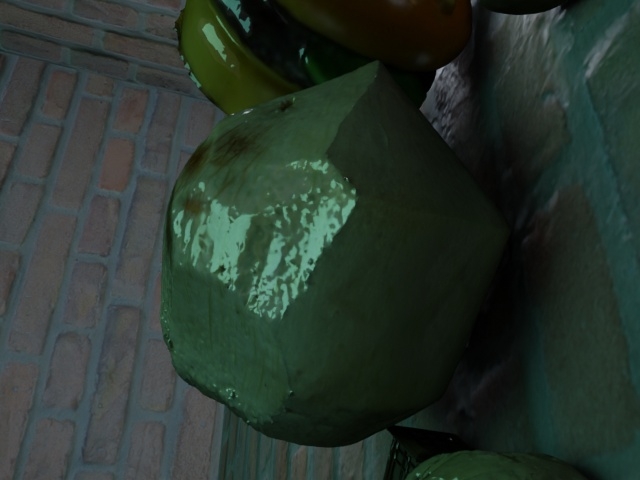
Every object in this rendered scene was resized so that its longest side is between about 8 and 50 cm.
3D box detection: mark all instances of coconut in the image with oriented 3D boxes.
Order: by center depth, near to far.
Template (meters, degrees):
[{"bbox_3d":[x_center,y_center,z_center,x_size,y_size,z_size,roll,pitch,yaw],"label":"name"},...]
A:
[{"bbox_3d":[0.000,0.000,0.771,0.344,0.415,0.415,1,-77,-62],"label":"coconut"}]

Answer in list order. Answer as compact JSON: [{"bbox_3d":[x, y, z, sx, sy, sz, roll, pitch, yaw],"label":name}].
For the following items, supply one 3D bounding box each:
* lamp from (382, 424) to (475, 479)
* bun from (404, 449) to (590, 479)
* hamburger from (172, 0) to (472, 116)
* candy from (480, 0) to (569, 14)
[{"bbox_3d":[0.089,0.369,0.738,0.089,0.090,0.325,-156,77,-75],"label":"lamp"},{"bbox_3d":[0.124,0.289,0.551,0.259,0.152,0.259,-166,90,-75],"label":"bun"},{"bbox_3d":[0.009,-0.324,0.942,0.277,0.396,0.396,-49,31,43],"label":"hamburger"},{"bbox_3d":[0.237,-0.300,0.655,0.234,0.102,0.104,158,122,-76],"label":"candy"}]
